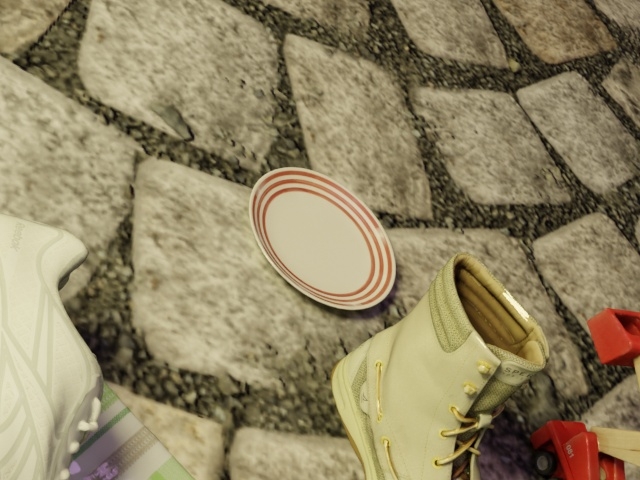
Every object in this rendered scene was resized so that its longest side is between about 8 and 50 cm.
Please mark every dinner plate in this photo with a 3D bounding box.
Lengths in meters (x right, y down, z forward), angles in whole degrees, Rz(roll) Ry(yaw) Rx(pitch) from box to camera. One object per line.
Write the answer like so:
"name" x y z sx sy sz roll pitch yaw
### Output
"dinner plate" 0.000 0.000 0.957 0.141 0.017 0.141 24 43 -24

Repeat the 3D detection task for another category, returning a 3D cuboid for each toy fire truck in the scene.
"toy fire truck" 0.233 0.165 0.915 0.047 0.135 0.192 9 50 -35

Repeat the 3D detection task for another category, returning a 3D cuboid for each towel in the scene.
"towel" -0.151 0.127 0.711 0.152 0.023 0.113 45 40 1

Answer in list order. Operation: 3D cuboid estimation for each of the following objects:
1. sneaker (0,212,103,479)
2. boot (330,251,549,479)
"sneaker" -0.169 0.109 0.626 0.118 0.110 0.292 9 61 -35
"boot" 0.100 0.134 0.805 0.077 0.165 0.213 -1 55 -40
